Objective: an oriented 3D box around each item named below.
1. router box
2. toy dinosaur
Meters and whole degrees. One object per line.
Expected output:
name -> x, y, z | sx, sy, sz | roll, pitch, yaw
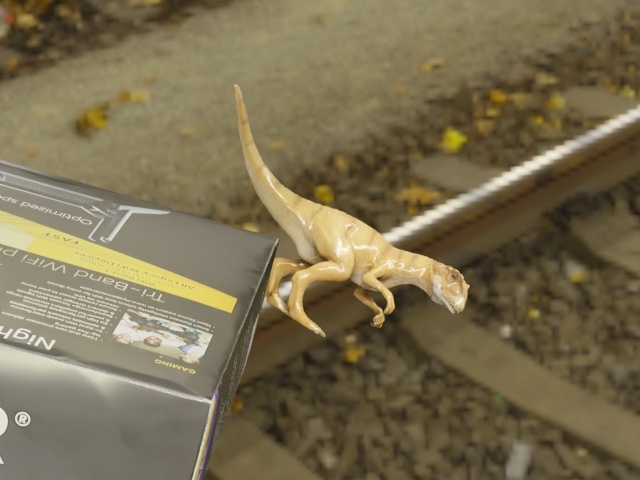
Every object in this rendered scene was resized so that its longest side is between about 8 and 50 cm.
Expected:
router box -> -0.185, 0.024, 0.730 | 0.308, 0.081, 0.243 | 16, 16, 1
toy dinosaur -> 0.000, 0.000, 1.095 | 0.211, 0.112, 0.064 | 33, -3, -1
